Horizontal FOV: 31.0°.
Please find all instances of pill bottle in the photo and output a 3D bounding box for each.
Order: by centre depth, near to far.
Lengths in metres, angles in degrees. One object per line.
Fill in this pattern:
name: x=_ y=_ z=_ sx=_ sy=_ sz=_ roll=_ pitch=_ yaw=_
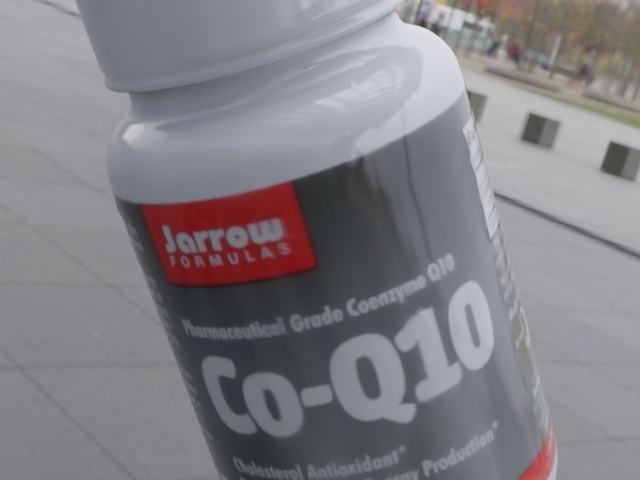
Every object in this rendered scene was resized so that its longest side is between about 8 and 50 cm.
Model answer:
pill bottle: x=0.000 y=0.000 z=0.518 sx=0.161 sy=0.283 sz=0.161 roll=-16 pitch=20 yaw=6
